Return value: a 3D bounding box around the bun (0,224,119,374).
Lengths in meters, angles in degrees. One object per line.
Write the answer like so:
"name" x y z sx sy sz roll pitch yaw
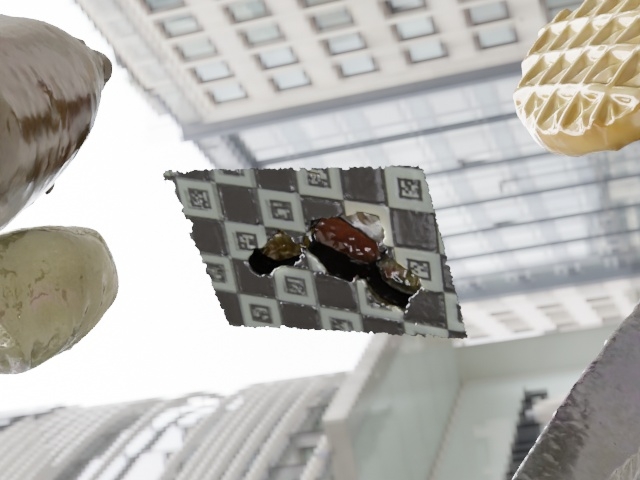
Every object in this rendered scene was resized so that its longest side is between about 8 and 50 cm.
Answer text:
"bun" -0.281 0.060 1.241 0.193 0.178 0.128 -12 -97 -54

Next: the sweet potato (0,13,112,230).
"sweet potato" -0.153 0.004 0.347 0.346 0.079 0.108 -43 -15 -40

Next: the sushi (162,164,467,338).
"sushi" 0.000 0.000 0.902 0.031 0.201 0.139 -54 -44 -45

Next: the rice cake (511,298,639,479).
"rice cake" 0.193 0.136 0.899 0.399 0.070 0.064 -40 -29 -49

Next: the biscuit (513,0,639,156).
"biscuit" 0.242 -0.148 0.914 0.040 0.309 0.204 43 -130 -20
